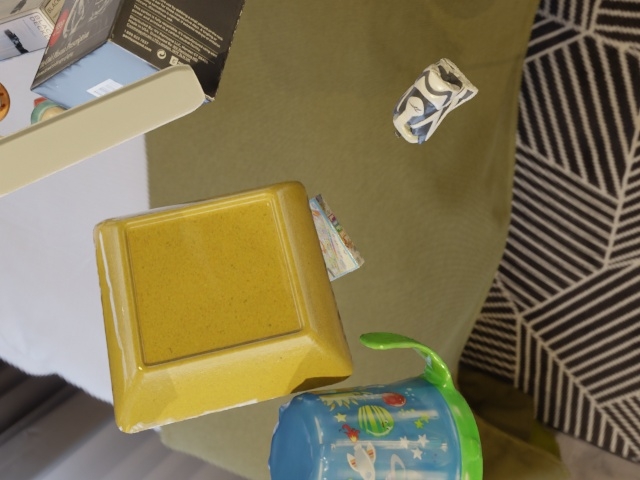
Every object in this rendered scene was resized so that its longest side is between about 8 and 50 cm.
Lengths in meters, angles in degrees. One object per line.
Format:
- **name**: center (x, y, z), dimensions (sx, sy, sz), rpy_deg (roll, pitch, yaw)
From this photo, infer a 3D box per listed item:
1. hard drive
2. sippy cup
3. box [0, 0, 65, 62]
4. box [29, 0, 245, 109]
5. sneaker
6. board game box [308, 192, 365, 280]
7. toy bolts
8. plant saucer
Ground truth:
- **hard drive**: center (-0.280, -0.105, 0.829), dimensions (0.353, 0.233, 0.047), rpy_deg (10, 127, 65)
- **sippy cup**: center (0.059, 0.294, 1.047), dimensions (0.240, 0.224, 0.306), rpy_deg (-43, 45, 51)
- **box**: center (-0.614, -0.456, 1.598), dimensions (0.289, 0.169, 0.087), rpy_deg (-7, 136, 27)
- **box**: center (-0.277, -0.367, 1.233), dimensions (0.179, 0.313, 0.343), rpy_deg (26, 162, -34)
- **sneaker**: center (0.204, -0.256, 1.471), dimensions (0.094, 0.235, 0.153), rpy_deg (46, 116, 0)
- **board game box**: center (0.000, 0.000, 1.460), dimensions (0.103, 0.026, 0.154), rpy_deg (-28, 99, 37)
- **toy bolts**: center (-0.627, -0.227, 1.609), dimensions (0.158, 0.228, 0.218), rpy_deg (18, 109, 61)
- **plant saucer**: center (-0.149, 0.066, 1.095), dimensions (0.081, 0.332, 0.333), rpy_deg (90, 166, -63)
